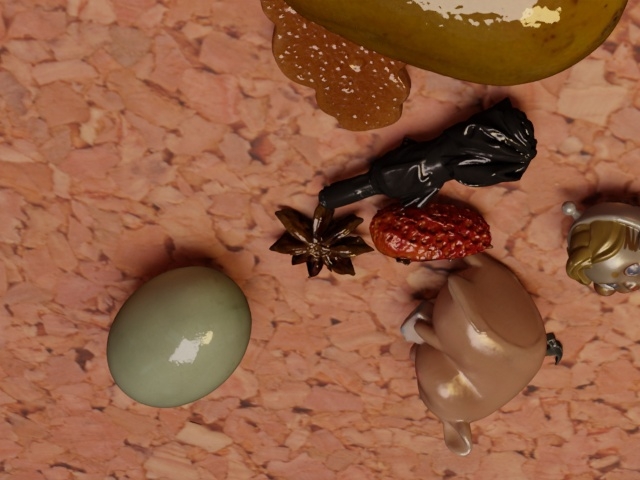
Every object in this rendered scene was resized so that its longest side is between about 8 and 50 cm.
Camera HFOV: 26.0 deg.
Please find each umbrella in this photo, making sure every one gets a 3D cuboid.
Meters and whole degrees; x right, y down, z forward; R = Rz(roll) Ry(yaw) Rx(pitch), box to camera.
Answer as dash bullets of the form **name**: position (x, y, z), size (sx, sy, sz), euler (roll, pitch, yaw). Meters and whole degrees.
- **umbrella**: position (0.147, -0.105, 1.975), size (0.340, 0.118, 0.118), euler (-16, 130, 27)

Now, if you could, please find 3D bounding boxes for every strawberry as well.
- **strawberry**: position (0.164, -0.025, 2.055), size (0.188, 0.121, 0.082), euler (-3, 121, -10)

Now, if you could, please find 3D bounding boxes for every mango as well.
- **mango**: position (0.153, -0.341, 1.648), size (0.446, 0.232, 0.300), euler (8, 118, -1)

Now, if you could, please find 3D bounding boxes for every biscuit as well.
- **biscuit**: position (0.025, -0.287, 1.853), size (0.202, 0.047, 0.334), euler (-11, 129, 18)

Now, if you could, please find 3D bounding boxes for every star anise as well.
- **star anise**: position (0.000, 0.000, 2.123), size (0.168, 0.057, 0.168), euler (3, 135, 3)

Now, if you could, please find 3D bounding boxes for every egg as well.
- **egg**: position (-0.225, 0.154, 2.199), size (0.203, 0.203, 0.282), euler (30, 129, -20)

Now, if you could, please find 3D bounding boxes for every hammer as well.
- **hammer**: position (0.320, 0.203, 2.303), size (0.182, 0.017, 0.062), euler (-21, 127, 27)

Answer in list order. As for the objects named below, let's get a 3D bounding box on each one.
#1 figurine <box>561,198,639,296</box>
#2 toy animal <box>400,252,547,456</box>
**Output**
- **figurine**: position (0.490, 0.012, 2.028), size (0.274, 0.133, 0.194), euler (-2, 157, 1)
- **toy animal**: position (0.230, 0.172, 2.167), size (0.213, 0.195, 0.256), euler (36, 133, -3)
